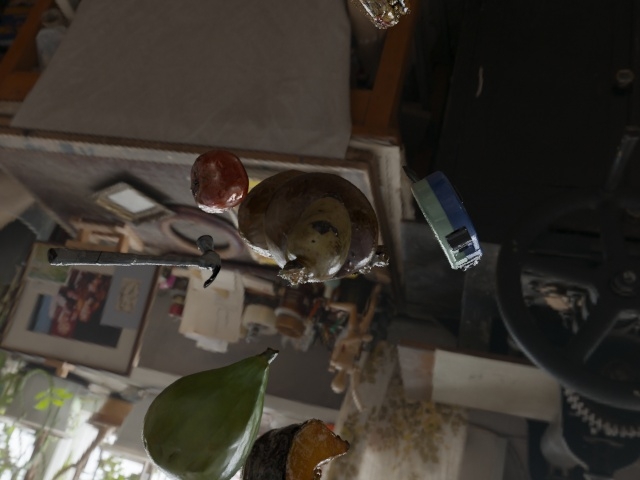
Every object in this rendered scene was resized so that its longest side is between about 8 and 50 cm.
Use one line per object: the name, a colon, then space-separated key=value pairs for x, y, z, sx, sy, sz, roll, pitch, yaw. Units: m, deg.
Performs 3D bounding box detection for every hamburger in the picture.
hamburger: x=0.107 y=-0.563 z=1.469 sx=0.107 sy=0.231 sz=0.231 roll=-37 pitch=134 yaw=11

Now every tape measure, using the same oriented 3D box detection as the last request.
tape measure: x=0.275 y=-0.110 z=1.612 sx=0.098 sy=0.351 sz=0.215 roll=-30 pitch=149 yaw=7

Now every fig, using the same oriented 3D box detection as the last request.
fig: x=-0.231 y=0.340 z=1.336 sx=0.233 sy=0.314 sz=0.233 roll=14 pitch=-176 yaw=-1

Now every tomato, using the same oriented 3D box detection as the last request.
tomato: x=-0.341 y=-0.204 z=2.267 sx=0.188 sy=0.232 sz=0.232 roll=1 pitch=162 yaw=-27

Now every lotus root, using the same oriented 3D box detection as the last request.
lotus root: x=0.000 y=0.000 z=1.511 sx=0.140 sy=0.257 sz=0.154 roll=23 pitch=147 yaw=1

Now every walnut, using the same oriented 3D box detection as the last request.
walnut: x=-0.120 y=-0.093 z=2.463 sx=0.397 sy=0.308 sz=0.354 roll=-21 pitch=169 yaw=14

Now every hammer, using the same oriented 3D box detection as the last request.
hammer: x=-0.444 y=0.041 z=1.629 sx=0.426 sy=0.152 sz=0.044 roll=5 pitch=137 yaw=-31

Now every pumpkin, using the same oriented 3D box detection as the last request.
pumpkin: x=-0.063 y=0.624 z=1.689 sx=0.256 sy=0.303 sz=0.225 roll=19 pitch=139 yaw=-34

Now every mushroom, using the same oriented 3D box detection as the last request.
mushroom: x=0.038 y=-0.038 z=1.851 sx=0.356 sy=0.334 sz=0.331 roll=-20 pitch=-178 yaw=-31
